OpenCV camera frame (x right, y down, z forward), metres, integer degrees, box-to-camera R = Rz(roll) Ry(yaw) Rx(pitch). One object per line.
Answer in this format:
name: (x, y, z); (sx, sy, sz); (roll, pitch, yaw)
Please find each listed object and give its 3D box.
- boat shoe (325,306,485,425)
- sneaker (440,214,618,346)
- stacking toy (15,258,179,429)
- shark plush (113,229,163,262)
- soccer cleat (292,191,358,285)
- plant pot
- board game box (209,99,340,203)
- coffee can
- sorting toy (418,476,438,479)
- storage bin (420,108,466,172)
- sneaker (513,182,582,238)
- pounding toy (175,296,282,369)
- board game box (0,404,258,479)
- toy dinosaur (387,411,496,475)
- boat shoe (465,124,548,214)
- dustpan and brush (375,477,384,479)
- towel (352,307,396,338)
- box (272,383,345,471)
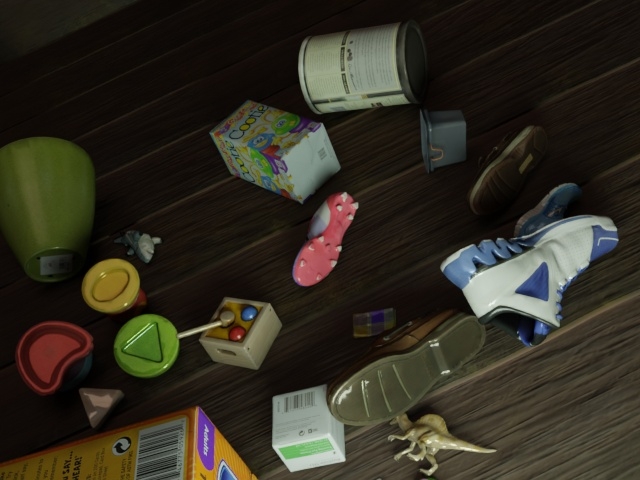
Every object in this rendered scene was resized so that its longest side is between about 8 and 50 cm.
boat shoe: (0.131, 0.207, 1.255); (0.307, 0.111, 0.104); (-23, 22, -23)
sneaker: (0.373, 0.080, 1.273); (0.315, 0.127, 0.182); (-14, 71, -19)
stacking toy: (-0.441, 0.229, 1.552); (0.279, 0.130, 0.309); (40, 72, 19)
shark plush: (-0.456, 0.008, 1.796); (0.161, 0.073, 0.067); (13, 83, 30)
soccer cleat: (0.000, 0.000, 1.576); (0.095, 0.083, 0.248); (-21, 35, 53)
plant pot: (-0.670, -0.054, 1.832); (0.275, 0.275, 0.293); (-24, 57, 1)
board game box: (-0.112, -0.217, 1.794); (0.275, 0.144, 0.142); (25, 61, 42)
coffee can: (0.110, -0.429, 1.866); (0.275, 0.201, 0.201); (-2, 46, 24)
sorting toy: (0.159, 0.388, 1.102); (0.061, 0.042, 0.102); (-10, 42, 16)
storage bin: (0.270, -0.220, 1.630); (0.091, 0.135, 0.098); (-9, 42, 3)
sneaker: (0.444, -0.043, 1.420); (0.162, 0.063, 0.073); (-41, 61, -12)
pounding toy: (-0.176, 0.174, 1.444); (0.141, 0.100, 0.130); (5, 49, 30)
board game box: (-0.246, 0.493, 0.946); (0.356, 0.356, 0.356); (-17, 41, 8)
toy dinosaur: (0.172, 0.314, 1.167); (0.183, 0.053, 0.092); (13, 52, 35)
boat shoe: (0.366, -0.142, 1.537); (0.257, 0.095, 0.095); (-42, 29, -27)
dustpan and brush: (0.053, 0.444, 1.079); (0.147, 0.060, 0.211); (-25, 41, 0)
towel: (0.100, 0.155, 1.401); (0.083, 0.009, 0.060); (-10, 42, 17)
box: (-0.019, 0.310, 1.235); (0.101, 0.087, 0.102); (-15, 42, 12)
